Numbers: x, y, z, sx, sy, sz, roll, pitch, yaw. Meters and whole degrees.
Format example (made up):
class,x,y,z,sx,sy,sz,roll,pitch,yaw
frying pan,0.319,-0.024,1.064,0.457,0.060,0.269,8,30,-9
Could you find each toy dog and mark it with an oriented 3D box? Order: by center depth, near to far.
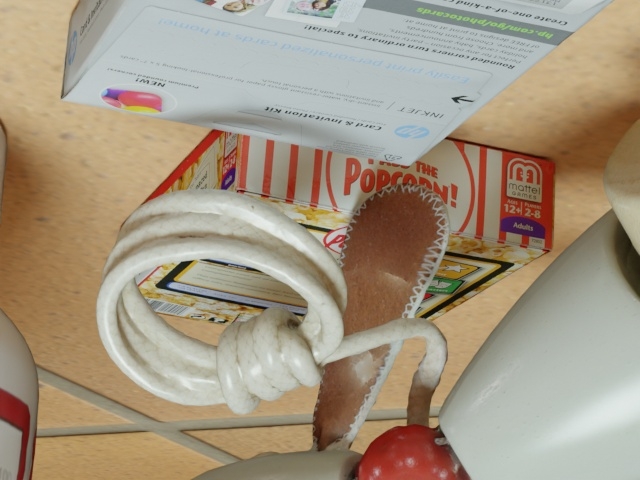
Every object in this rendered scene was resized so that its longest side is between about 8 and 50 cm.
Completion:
class,x,y,z,sx,sy,sz,roll,pitch,yaw
toy dog,0.091,0.038,0.765,0.334,0.161,0.220,-7,115,12

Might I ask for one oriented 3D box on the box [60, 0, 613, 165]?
class,x,y,z,sx,sy,sz,roll,pitch,yaw
box,0.002,-0.082,0.663,0.145,0.038,0.186,10,160,-18

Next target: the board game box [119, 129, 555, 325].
class,x,y,z,sx,sy,sz,roll,pitch,yaw
board game box,0.000,0.000,0.892,0.147,0.045,0.193,11,160,-19

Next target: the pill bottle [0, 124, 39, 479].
class,x,y,z,sx,sy,sz,roll,pitch,yaw
pill bottle,-0.236,0.136,0.777,0.229,0.407,0.229,3,161,1
